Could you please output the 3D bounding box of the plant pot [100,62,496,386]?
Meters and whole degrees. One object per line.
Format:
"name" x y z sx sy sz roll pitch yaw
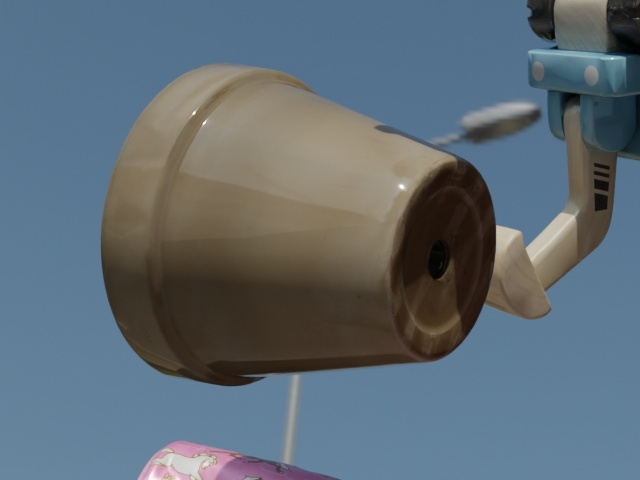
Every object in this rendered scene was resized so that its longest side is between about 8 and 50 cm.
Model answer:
"plant pot" 0.000 0.000 1.404 0.280 0.323 0.323 10 -24 36

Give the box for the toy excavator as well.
"toy excavator" 0.386 -0.144 1.977 0.433 0.445 0.222 -12 14 -30

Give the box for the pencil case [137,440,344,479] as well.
"pencil case" -0.017 0.338 1.602 0.386 0.167 0.160 11 8 19
